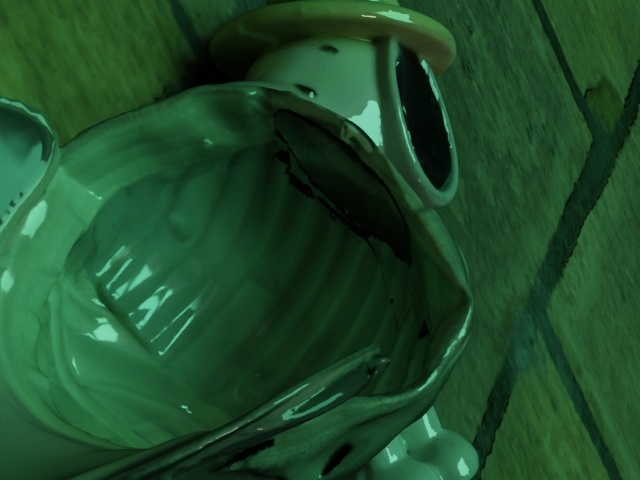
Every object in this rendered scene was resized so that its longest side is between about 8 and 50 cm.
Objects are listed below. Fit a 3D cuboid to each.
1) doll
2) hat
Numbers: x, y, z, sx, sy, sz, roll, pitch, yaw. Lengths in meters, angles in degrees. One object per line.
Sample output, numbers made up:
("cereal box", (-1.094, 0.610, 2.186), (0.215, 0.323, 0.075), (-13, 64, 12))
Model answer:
("doll", (0.016, -0.001, 0.802), (0.208, 0.144, 0.271), (-46, 113, -36))
("hat", (-0.072, 0.043, 0.576), (0.275, 0.232, 0.161), (-24, 134, -45))
